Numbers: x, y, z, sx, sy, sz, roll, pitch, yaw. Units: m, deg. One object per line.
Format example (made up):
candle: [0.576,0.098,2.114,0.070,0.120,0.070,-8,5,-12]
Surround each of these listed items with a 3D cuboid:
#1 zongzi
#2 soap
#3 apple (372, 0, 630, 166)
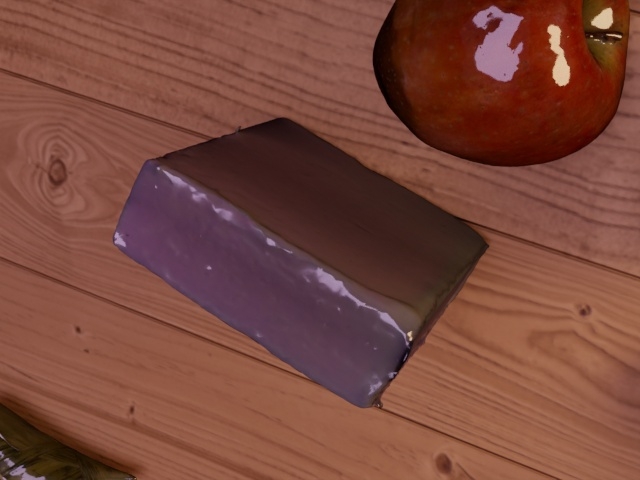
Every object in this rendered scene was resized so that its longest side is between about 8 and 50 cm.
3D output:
zongzi: [-0.373,0.276,1.213,0.204,0.094,0.205,-27,92,21]
soap: [0.000,0.000,0.886,0.285,0.296,0.107,32,115,13]
apple: [0.159,-0.175,0.822,0.229,0.230,0.230,5,105,20]
